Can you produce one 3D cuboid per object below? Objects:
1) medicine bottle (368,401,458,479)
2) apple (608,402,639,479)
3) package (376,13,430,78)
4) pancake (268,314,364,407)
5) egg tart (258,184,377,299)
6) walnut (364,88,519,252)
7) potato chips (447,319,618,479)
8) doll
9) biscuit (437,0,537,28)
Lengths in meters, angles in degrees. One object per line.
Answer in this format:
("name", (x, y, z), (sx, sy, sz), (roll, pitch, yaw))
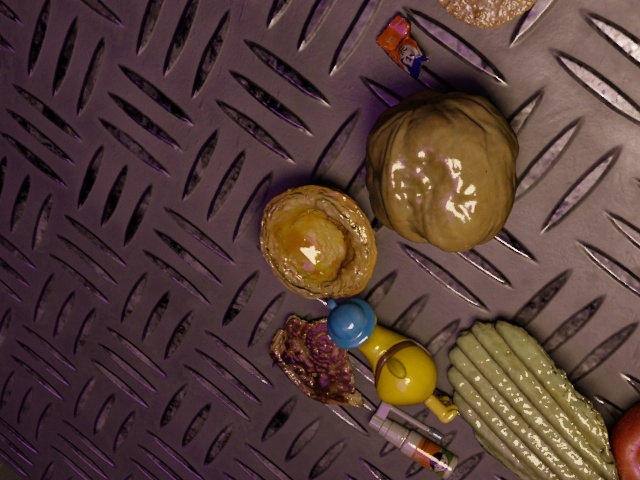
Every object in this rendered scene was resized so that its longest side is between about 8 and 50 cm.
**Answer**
("medicine bottle", (0.221, 0.465, 1.811), (0.220, 0.061, 0.092), (30, 101, 12))
("apple", (0.651, 0.399, 1.470), (0.201, 0.162, 0.201), (5, 98, 36))
("package", (0.156, -0.355, 1.421), (0.111, 0.033, 0.077), (53, 152, 12))
("pancake", (-0.016, 0.292, 1.848), (0.212, 0.056, 0.257), (-7, 104, 24))
("egg tart", (0.000, 0.000, 1.643), (0.288, 0.118, 0.288), (12, 121, 21))
("walnut", (0.209, -0.125, 1.375), (0.282, 0.253, 0.277), (10, 118, 23))
("potato chips", (0.422, 0.366, 1.591), (0.429, 0.070, 0.358), (49, 146, 18))
("doll", (0.142, 0.252, 1.659), (0.363, 0.199, 0.145), (45, 87, -10))
("biscuit", (0.277, -0.465, 1.294), (0.219, 0.033, 0.220), (13, 122, 21))
